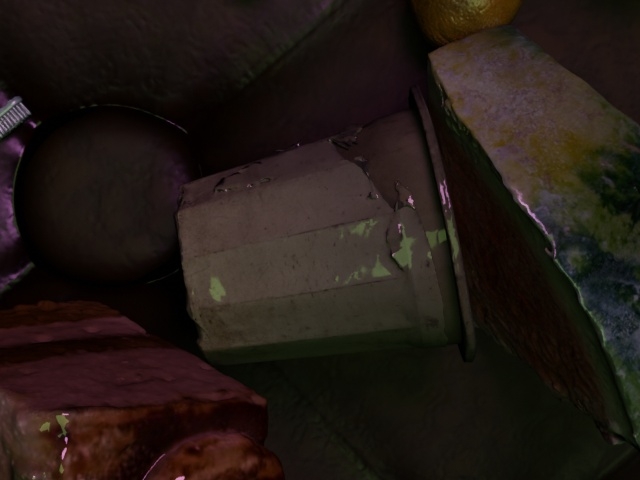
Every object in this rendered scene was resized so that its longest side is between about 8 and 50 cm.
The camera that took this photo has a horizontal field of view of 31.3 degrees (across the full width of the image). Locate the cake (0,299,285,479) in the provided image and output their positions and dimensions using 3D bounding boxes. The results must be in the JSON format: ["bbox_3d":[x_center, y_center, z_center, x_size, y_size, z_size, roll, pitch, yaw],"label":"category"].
[{"bbox_3d":[-0.167,0.174,0.792,0.198,0.293,0.196,-2,107,-46],"label":"cake"}]

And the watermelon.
[{"bbox_3d":[0.178,-0.004,0.872,0.193,0.232,0.310,-46,80,3],"label":"watermelon"}]

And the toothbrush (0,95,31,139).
[{"bbox_3d":[-0.310,-0.036,0.871,0.219,0.016,0.019,-39,95,0],"label":"toothbrush"}]

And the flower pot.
[{"bbox_3d":[0.000,0.000,0.859,0.202,0.212,0.212,-8,106,1],"label":"flower pot"}]

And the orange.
[{"bbox_3d":[0.114,-0.191,0.880,0.095,0.085,0.085,-34,109,14],"label":"orange"}]
